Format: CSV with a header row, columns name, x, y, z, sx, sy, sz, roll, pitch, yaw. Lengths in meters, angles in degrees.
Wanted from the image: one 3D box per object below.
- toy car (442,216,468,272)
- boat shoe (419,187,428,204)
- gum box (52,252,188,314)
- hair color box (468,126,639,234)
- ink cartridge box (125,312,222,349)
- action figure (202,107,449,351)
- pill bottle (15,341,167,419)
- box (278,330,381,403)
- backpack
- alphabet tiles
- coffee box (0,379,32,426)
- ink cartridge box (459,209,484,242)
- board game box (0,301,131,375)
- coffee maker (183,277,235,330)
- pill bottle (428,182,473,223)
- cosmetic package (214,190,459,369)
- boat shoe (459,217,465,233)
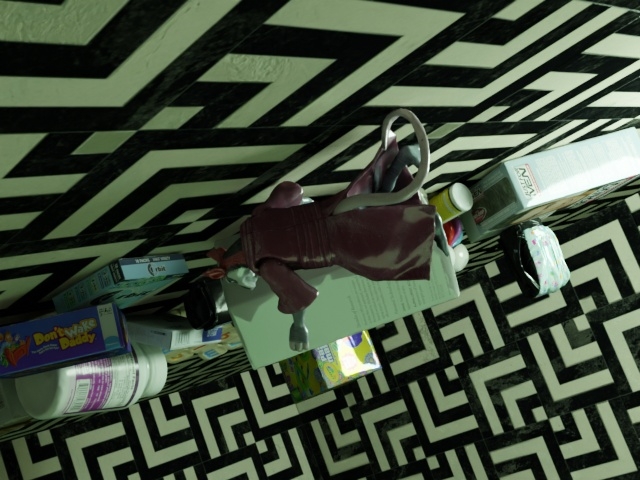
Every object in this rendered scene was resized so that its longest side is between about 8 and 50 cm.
name,x,y,z,sx,sy,sz,roll,pitch,yaw
toy car,0.275,-0.009,2.216,0.182,0.159,0.136,-3,123,-58
boat shoe,0.064,0.006,1.834,0.355,0.130,0.132,-26,169,25
gum box,-0.350,0.079,1.645,0.184,0.041,0.157,-28,167,32
hair color box,0.528,-0.133,2.086,0.374,0.114,0.185,-15,168,-25
ink cartridge box,-0.364,0.192,2.062,0.223,0.045,0.223,8,-178,22
action figure,0.000,0.000,1.388,0.370,0.248,0.276,-14,157,0
pill bottle,-0.483,0.286,2.015,0.169,0.169,0.301,-28,161,34
box,-0.005,0.276,2.627,0.177,0.290,0.279,-16,169,-25
backpack,0.508,0.043,2.225,0.115,0.182,0.152,-19,168,-9
alphabet tiles,-0.285,0.221,2.305,0.277,0.021,0.284,-25,150,9
coffee box,-0.792,0.409,2.238,0.297,0.119,0.168,-26,169,25
ink cartridge box,0.470,-0.084,2.272,0.219,0.093,0.160,-17,169,-16
board game box,-0.469,0.187,1.692,0.233,0.078,0.347,-12,174,-11
coffee maker,-0.183,0.111,1.999,0.178,0.120,0.171,-13,143,-40
pill bottle,0.266,-0.073,2.010,0.065,0.065,0.116,-11,165,-43
cosmetic package,0.022,0.050,1.637,0.384,0.156,0.217,-20,-146,1
boat shoe,0.240,0.047,2.414,0.335,0.119,0.121,-27,168,31
